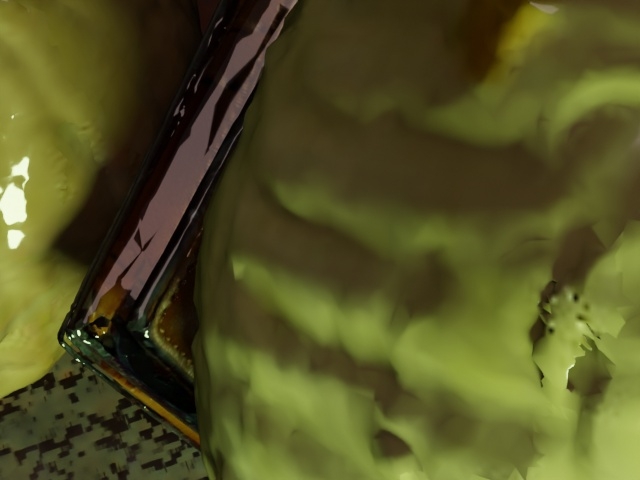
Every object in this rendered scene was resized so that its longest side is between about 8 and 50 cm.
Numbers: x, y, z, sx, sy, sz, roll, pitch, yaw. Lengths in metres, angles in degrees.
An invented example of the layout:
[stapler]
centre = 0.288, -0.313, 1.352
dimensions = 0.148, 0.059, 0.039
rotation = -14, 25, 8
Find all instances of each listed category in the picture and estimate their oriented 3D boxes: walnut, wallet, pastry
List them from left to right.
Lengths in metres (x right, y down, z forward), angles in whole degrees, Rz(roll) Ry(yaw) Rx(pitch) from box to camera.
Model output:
[walnut]
centre = -0.146, -0.051, 0.607
dimensions = 0.228, 0.228, 0.228
rotation = 1, 77, -5
[wallet]
centre = -0.002, -0.002, 0.636
dimensions = 0.042, 0.195, 0.161
rotation = 20, 75, 27
[pastry]
centre = 0.160, 0.010, 0.543
dimensions = 0.313, 0.388, 0.388
rotation = 23, 74, 29
